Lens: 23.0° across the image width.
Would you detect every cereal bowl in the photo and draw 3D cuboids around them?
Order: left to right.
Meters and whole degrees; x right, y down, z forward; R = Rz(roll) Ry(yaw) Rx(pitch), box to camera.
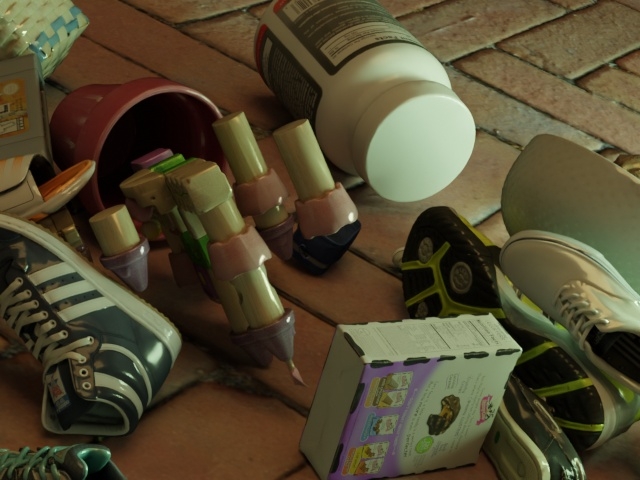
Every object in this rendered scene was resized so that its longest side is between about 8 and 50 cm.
[{"bbox_3d":[0.352,0.026,1.954,0.339,0.141,0.339,40,-6,5],"label":"cereal bowl"}]

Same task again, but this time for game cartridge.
[{"bbox_3d":[-0.438,-0.132,1.968,0.198,0.062,0.297,-11,36,-6],"label":"game cartridge"}]

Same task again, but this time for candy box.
[{"bbox_3d":[0.094,0.166,1.656,0.196,0.165,0.070,-3,35,-30],"label":"candy box"}]

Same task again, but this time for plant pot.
[{"bbox_3d":[-0.245,-0.116,1.985,0.201,0.201,0.180,-10,22,-37],"label":"plant pot"}]

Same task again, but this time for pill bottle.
[{"bbox_3d":[0.061,-0.218,2.270,0.210,0.210,0.363,-2,34,-28],"label":"pill bottle"}]

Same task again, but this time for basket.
[{"bbox_3d":[-0.487,-0.327,2.174,0.289,0.201,0.255,47,28,-8],"label":"basket"}]

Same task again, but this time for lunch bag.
[{"bbox_3d":[0.000,0.000,2.008,0.067,0.065,0.098,38,32,7],"label":"lunch bag"}]

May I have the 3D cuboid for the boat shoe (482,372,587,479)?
[{"bbox_3d":[0.217,0.198,1.747,0.079,0.084,0.233,-1,40,-26],"label":"boat shoe"}]

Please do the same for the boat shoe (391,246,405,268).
[{"bbox_3d":[0.141,0.036,2.043,0.100,0.035,0.035,18,26,-9],"label":"boat shoe"}]

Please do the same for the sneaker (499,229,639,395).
[{"bbox_3d":[0.306,0.080,1.744,0.258,0.094,0.091,35,27,10],"label":"sneaker"}]

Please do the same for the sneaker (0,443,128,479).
[{"bbox_3d":[-0.243,0.224,1.438,0.283,0.122,0.110,22,29,13],"label":"sneaker"}]

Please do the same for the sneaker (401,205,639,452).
[{"bbox_3d":[0.235,0.105,1.884,0.147,0.145,0.384,-2,43,-41],"label":"sneaker"}]

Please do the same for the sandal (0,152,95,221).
[{"bbox_3d":[-0.377,-0.039,1.743,0.265,0.076,0.102,-26,16,2],"label":"sandal"}]

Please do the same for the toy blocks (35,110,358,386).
[{"bbox_3d":[-0.128,0.034,1.773,0.309,0.260,0.288,-27,16,-16],"label":"toy blocks"}]

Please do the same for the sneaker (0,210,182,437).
[{"bbox_3d":[-0.281,0.090,1.594,0.282,0.099,0.153,34,46,-14],"label":"sneaker"}]

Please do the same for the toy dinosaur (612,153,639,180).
[{"bbox_3d":[0.460,-0.072,2.302,0.200,0.127,0.295,10,23,4],"label":"toy dinosaur"}]
